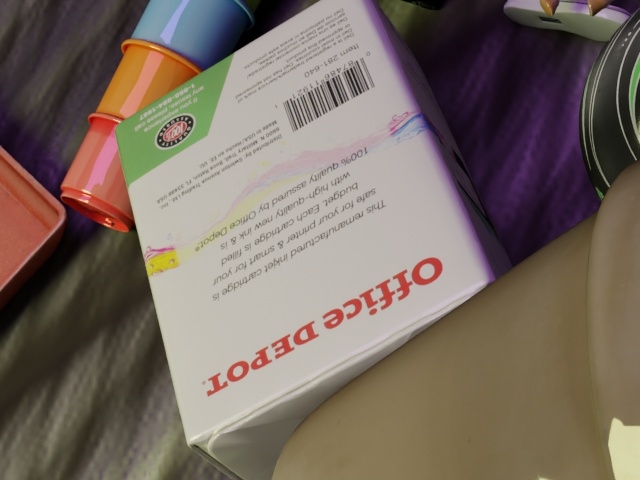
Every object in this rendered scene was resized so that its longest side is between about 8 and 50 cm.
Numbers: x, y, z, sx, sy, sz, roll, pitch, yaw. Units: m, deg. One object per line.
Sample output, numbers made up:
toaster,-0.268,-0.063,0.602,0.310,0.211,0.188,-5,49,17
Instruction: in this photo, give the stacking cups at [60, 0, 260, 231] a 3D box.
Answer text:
stacking cups,-0.104,-0.158,1.118,0.096,0.096,0.316,20,77,34

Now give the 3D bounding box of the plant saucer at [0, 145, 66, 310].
plant saucer,-0.339,0.020,1.161,0.258,0.048,0.259,-48,53,-4

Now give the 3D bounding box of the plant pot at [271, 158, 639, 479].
plant pot,0.137,0.133,0.707,0.280,0.323,0.323,-21,55,32

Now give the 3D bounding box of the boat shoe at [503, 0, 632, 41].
boat shoe,0.174,-0.162,1.004,0.100,0.035,0.035,16,74,40

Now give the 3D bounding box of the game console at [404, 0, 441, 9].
game console,0.035,-0.216,1.083,0.122,0.071,0.107,23,76,35

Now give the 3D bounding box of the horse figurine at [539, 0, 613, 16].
horse figurine,0.194,-0.229,1.002,0.174,0.066,0.263,-32,45,-11

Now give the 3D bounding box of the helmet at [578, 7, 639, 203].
helmet,0.233,-0.073,0.844,0.169,0.169,0.162,-20,70,17

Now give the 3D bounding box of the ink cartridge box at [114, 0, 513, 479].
ink cartridge box,0.000,0.000,0.936,0.201,0.117,0.278,-30,48,12
